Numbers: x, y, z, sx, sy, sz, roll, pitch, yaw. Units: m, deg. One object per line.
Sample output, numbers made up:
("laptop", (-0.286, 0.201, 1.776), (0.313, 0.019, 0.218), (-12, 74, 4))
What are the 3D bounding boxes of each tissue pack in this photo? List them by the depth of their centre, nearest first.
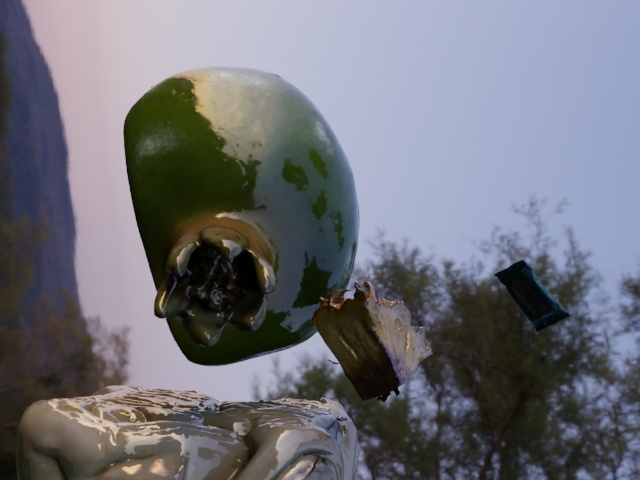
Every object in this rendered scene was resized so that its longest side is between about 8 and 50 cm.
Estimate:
("tissue pack", (0.395, 0.101, 1.635), (0.138, 0.028, 0.085), (55, -41, 2))

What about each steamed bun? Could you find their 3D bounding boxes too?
("steamed bun", (-0.115, 0.278, 0.878), (0.346, 0.394, 0.238), (1, -96, 51))

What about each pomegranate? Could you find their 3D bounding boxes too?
("pomegranate", (-0.063, -0.016, 0.875), (0.358, 0.216, 0.310), (-111, -169, -69))

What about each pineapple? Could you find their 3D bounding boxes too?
("pineapple", (0.060, 0.102, 0.839), (0.069, 0.137, 0.116), (-34, -138, 32))
